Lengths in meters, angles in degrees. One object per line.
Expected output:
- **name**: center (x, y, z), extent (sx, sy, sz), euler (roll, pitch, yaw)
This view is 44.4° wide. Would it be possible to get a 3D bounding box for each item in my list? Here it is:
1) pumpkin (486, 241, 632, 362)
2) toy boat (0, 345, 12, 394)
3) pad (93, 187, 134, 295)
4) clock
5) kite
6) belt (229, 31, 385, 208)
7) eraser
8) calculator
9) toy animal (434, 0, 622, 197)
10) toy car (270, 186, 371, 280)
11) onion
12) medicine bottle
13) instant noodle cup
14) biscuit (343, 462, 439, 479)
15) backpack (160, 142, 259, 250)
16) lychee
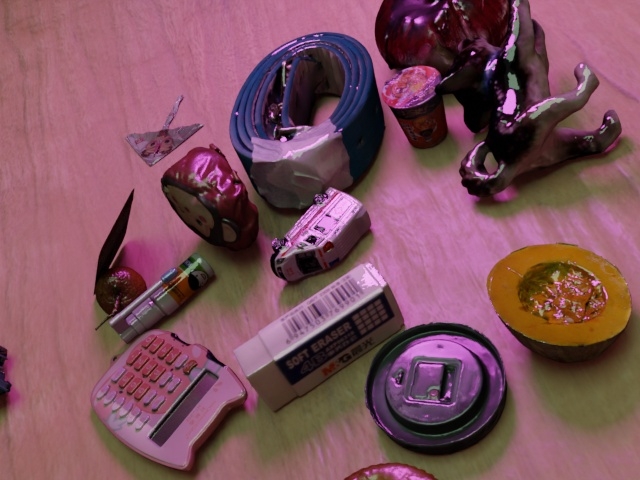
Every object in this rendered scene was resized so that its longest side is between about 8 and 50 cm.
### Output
- **pumpkin**: center (0.375, 0.112, 1.232), extent (0.218, 0.110, 0.217), euler (-8, 40, 7)
- **toy boat**: center (-0.717, 0.244, 1.593), extent (0.296, 0.114, 0.122), euler (18, 70, 35)
- **pad**: center (-0.375, -0.046, 1.643), extent (0.055, 0.250, 0.323), euler (40, 60, 3)
- **clock**: center (0.184, 0.232, 1.245), extent (0.226, 0.049, 0.226), euler (-13, 47, 14)
- **kite**: center (-0.393, -0.279, 1.966), extent (0.229, 0.012, 0.250), euler (-3, 50, 21)
- **belt**: center (-0.023, -0.267, 1.676), extent (0.300, 0.173, 0.436), euler (-3, 51, 19)
- **eraser**: center (0.000, 0.163, 1.332), extent (0.279, 0.124, 0.081), euler (-33, 45, -5)
- **calculator**: center (-0.283, 0.278, 1.420), extent (0.330, 0.048, 0.220), euler (23, 65, 40)
- **toy animal**: center (0.344, -0.265, 1.487), extent (0.303, 0.194, 0.344), euler (-36, 56, 13)
- **toy car**: center (0.000, 0.000, 1.498), extent (0.108, 0.089, 0.209), euler (27, 63, 33)
- **onion**: center (0.254, -0.489, 1.698), extent (0.314, 0.232, 0.314), euler (-19, 44, 19)
- **medicine bottle**: center (-0.313, 0.109, 1.541), extent (0.221, 0.092, 0.061), euler (-43, 58, -14)
- **instant noodle cup**: center (0.202, -0.264, 1.596), extent (0.127, 0.135, 0.127), euler (-13, 47, 15)
- **biscuit**: center (0.097, 0.422, 1.110), extent (0.221, 0.066, 0.220), euler (-15, 45, 15)
- **backpack**: center (-0.205, -0.072, 1.565), extent (0.229, 0.229, 0.139), euler (30, 66, 39)
- **lychee**: center (-0.397, 0.111, 1.570), extent (0.140, 0.101, 0.114), euler (35, 105, 58)
